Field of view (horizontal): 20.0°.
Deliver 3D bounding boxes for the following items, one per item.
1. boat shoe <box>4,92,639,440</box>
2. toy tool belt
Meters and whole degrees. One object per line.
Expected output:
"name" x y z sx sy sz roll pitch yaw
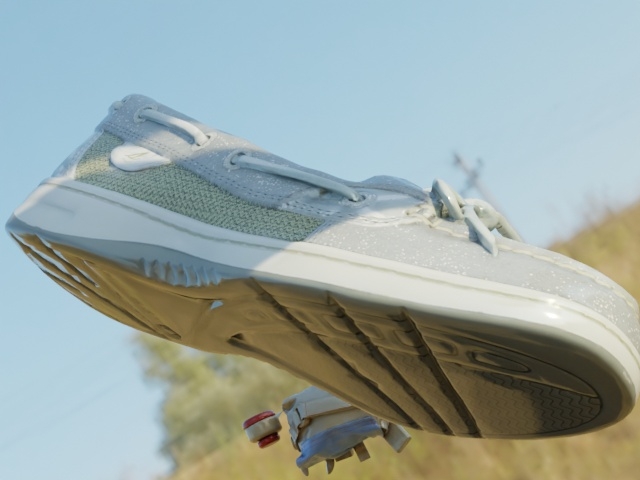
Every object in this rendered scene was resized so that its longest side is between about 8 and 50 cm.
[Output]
"boat shoe" 0.000 0.001 0.774 0.118 0.320 0.103 48 -116 -42
"toy tool belt" 0.003 0.103 0.967 0.083 0.051 0.052 -27 -12 14
